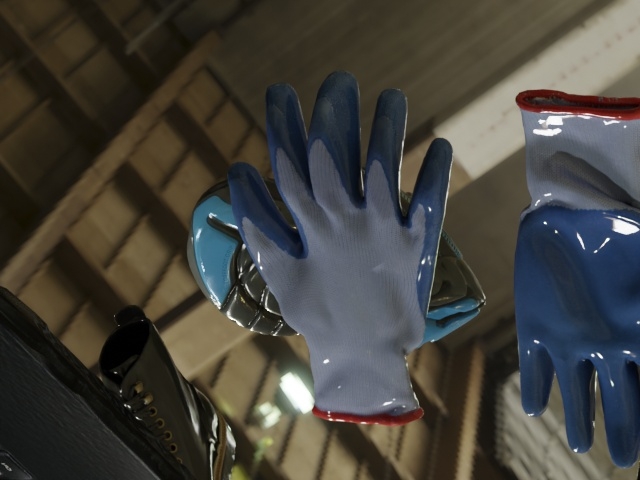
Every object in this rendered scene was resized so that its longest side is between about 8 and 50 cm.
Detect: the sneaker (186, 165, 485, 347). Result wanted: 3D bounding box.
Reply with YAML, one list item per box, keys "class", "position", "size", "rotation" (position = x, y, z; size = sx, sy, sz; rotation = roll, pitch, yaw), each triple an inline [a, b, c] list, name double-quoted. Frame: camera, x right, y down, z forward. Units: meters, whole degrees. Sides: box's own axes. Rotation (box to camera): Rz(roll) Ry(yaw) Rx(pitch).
- class: "sneaker"
  position: [0.000, 0.000, 1.152]
  size: [0.341, 0.125, 0.139]
  rotation: [21, -141, -53]

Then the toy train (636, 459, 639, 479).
- class: "toy train"
  position: [0.238, 0.111, 0.939]
  size: [0.027, 0.036, 0.158]
  rotation: [45, -130, -35]

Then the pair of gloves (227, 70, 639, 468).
- class: "pair of gloves"
  position: [0.061, 0.012, 0.524]
  size: [0.023, 0.198, 0.159]
  rotation: [-53, -41, -52]

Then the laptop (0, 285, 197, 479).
- class: "laptop"
  position: [-0.110, 0.149, 0.404]
  size: [0.234, 0.264, 0.136]
  rotation: [49, -123, -21]

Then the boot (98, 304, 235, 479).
- class: "boot"
  position: [-0.113, 0.152, 0.923]
  size: [0.198, 0.077, 0.137]
  rotation: [-100, -12, -53]
